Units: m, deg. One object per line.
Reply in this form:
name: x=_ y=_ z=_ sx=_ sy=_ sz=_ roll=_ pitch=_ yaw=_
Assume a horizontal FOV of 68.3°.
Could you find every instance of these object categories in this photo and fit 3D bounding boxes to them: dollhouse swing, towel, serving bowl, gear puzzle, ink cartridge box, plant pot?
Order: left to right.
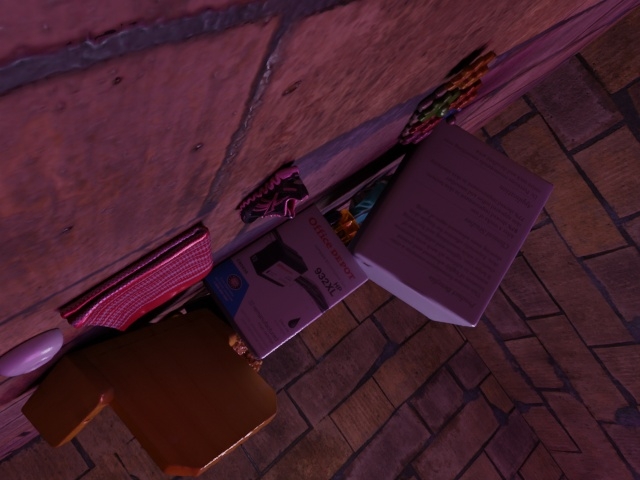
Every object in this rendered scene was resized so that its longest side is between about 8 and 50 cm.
serving bowl: x=-0.366 y=0.147 z=0.601 sx=0.083 sy=0.027 sz=0.083 roll=-35 pitch=176 yaw=-2
towel: x=-0.241 y=0.065 z=0.685 sx=0.199 sy=0.031 sz=0.275 roll=-35 pitch=177 yaw=-16
dollhouse swing: x=-0.325 y=0.343 z=0.971 sx=0.315 sy=0.304 sz=0.347 roll=-43 pitch=166 yaw=27
plant pot: x=-0.249 y=0.218 z=1.357 sx=0.188 sy=0.166 sz=0.188 roll=-19 pitch=179 yaw=10
ink cartridge box: x=-0.081 y=0.094 z=1.095 sx=0.308 sy=0.223 sz=0.129 roll=-34 pitch=176 yaw=-19
gear puzzle: x=0.246 y=-0.256 z=0.859 sx=0.176 sy=0.044 sz=0.339 roll=-35 pitch=177 yaw=-2

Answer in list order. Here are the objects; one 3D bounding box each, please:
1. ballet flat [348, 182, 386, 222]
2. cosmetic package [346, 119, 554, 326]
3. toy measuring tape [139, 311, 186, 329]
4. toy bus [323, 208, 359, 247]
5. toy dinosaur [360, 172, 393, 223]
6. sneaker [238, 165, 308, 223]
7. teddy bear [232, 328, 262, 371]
ballet flat: x=0.150 y=-0.124 z=1.569 sx=0.083 sy=0.087 sz=0.247 roll=-17 pitch=169 yaw=-36
cosmetic package: x=0.300 y=-0.035 z=1.228 sx=0.393 sy=0.330 sz=0.327 roll=-57 pitch=-179 yaw=-7
toy measuring tape: x=-0.410 y=0.257 z=1.269 sx=0.121 sy=0.121 sz=0.330 roll=-35 pitch=168 yaw=6
toy bus: x=0.000 y=0.000 z=1.594 sx=0.220 sy=0.149 sz=0.211 roll=-32 pitch=-168 yaw=-18
toy dinosaur: x=0.198 y=-0.155 z=1.681 sx=0.161 sy=0.120 sz=0.314 roll=-17 pitch=170 yaw=-41
sneaker: x=-0.062 y=-0.047 z=0.628 sx=0.119 sy=0.057 sz=0.047 roll=-35 pitch=180 yaw=36
teddy bear: x=-0.136 y=0.204 z=1.221 sx=0.338 sy=0.245 sz=0.113 roll=-46 pitch=-139 yaw=-17
